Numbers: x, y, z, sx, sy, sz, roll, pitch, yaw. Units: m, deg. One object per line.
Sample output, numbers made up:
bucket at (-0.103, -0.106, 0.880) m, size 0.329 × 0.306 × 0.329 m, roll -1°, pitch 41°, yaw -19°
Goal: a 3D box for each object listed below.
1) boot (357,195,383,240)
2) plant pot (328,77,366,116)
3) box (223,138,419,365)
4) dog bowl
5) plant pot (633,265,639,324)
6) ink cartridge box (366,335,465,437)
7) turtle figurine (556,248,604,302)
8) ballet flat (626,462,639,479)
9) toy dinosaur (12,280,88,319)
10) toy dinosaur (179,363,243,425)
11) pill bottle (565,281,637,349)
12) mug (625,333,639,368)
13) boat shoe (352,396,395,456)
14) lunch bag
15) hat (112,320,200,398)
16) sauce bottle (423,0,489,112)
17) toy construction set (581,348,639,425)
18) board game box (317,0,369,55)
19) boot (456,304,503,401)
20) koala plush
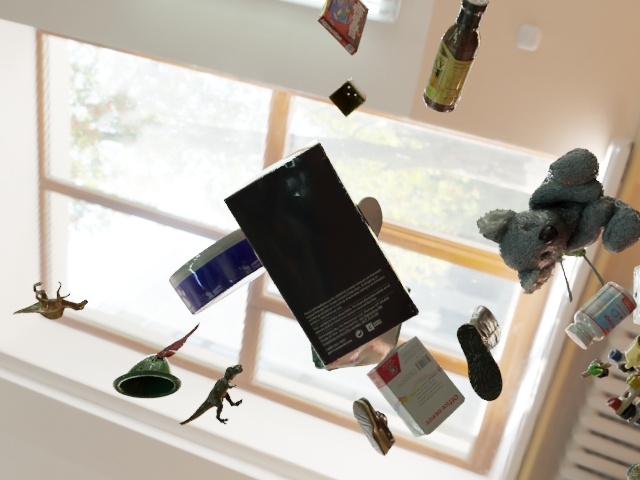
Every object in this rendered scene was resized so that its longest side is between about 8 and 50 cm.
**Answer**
boot at (0.092, -0.003, 1.588) m, size 0.086 × 0.069 × 0.190 m, roll -161°, pitch 74°, yaw -76°
plant pot at (0.086, -0.427, 2.112) m, size 0.081 × 0.081 × 0.083 m, roll -36°, pitch 15°, yaw 29°
box at (0.000, 0.000, 1.265) m, size 0.313 × 0.178 × 0.343 m, roll 60°, pitch -176°, yaw -8°
dog bowl at (-0.220, 0.064, 1.700) m, size 0.264 × 0.104 × 0.265 m, roll -34°, pitch -3°, yaw -2°
plant pot at (0.870, 0.137, 1.737) m, size 0.212 × 0.187 × 0.212 m, roll 20°, pitch -109°, yaw -80°
ink cartridge box at (0.205, 0.317, 1.554) m, size 0.127 × 0.175 × 0.072 m, roll -35°, pitch -7°, yaw -25°
turtle figurine at (0.707, 0.005, 2.050) m, size 0.274 × 0.197 × 0.267 m, roll -147°, pitch 56°, yaw -62°
ballet flat at (0.803, 0.551, 1.692) m, size 0.206 × 0.067 × 0.073 m, roll -2°, pitch -64°, yaw -34°
toy dinosaur at (-0.635, 0.146, 1.660) m, size 0.053 × 0.183 × 0.093 m, roll -101°, pitch 5°, yaw -60°
toy dinosaur at (-0.326, 0.526, 2.346) m, size 0.268 × 0.118 × 0.064 m, roll -49°, pitch 12°, yaw -10°
pill bottle at (0.666, 0.181, 1.717) m, size 0.160 × 0.087 × 0.087 m, roll -43°, pitch -17°, yaw -1°
mug at (0.668, 0.235, 1.512) m, size 0.064 × 0.078 × 0.062 m, roll 115°, pitch 150°, yaw -52°
boat shoe at (0.160, 0.530, 2.097) m, size 0.073 × 0.080 × 0.224 m, roll -39°, pitch -59°, yaw -27°
lunch bag at (0.098, 0.224, 1.936) m, size 0.223 × 0.160 × 0.263 m, roll 1°, pitch -69°, yaw -38°
hat at (-0.461, 0.319, 1.979) m, size 0.173 × 0.208 × 0.184 m, roll -41°, pitch 44°, yaw 39°
sauce bottle at (0.380, -0.521, 2.006) m, size 0.345 × 0.111 × 0.111 m, roll 104°, pitch -168°, yaw -45°
toy construction set at (0.975, 0.414, 2.076) m, size 0.257 × 0.309 × 0.237 m, roll -22°, pitch -18°, yaw -48°
board game box at (0.073, -0.672, 2.143) m, size 0.027 × 0.145 × 0.281 m, roll -32°, pitch 29°, yaw 34°
boot at (0.371, 0.249, 1.624) m, size 0.208 × 0.076 × 0.190 m, roll -2°, pitch -104°, yaw -72°
koala plush at (0.406, -0.022, 1.275) m, size 0.221 × 0.196 × 0.203 m, roll -39°, pitch 3°, yaw -1°
